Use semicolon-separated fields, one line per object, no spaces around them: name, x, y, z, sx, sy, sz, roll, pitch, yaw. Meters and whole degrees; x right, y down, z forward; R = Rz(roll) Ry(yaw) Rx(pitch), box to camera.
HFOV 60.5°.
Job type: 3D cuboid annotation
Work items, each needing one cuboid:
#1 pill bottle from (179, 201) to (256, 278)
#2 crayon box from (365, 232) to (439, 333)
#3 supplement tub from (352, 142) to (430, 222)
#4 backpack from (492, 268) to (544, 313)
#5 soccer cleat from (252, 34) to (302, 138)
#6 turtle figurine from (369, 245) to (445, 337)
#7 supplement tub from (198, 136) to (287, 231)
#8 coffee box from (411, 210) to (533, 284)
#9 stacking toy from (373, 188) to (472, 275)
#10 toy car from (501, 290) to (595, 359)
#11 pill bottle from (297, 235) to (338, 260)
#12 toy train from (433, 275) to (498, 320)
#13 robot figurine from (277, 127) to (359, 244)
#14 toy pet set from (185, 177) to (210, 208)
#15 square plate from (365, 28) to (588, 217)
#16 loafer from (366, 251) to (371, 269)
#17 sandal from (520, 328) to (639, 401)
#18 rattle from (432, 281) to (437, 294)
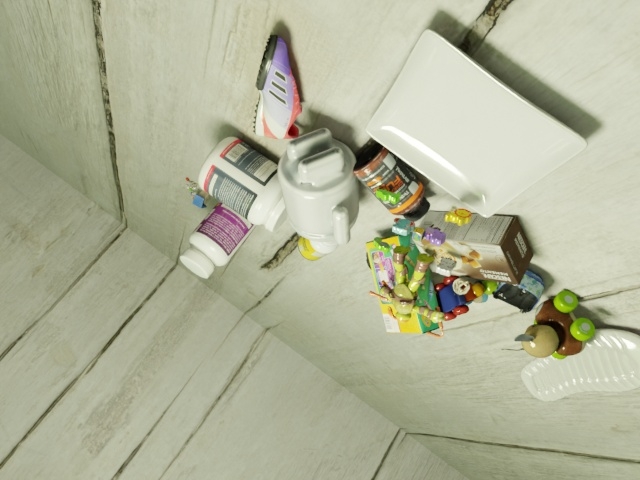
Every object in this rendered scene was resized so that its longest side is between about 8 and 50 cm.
pill bottle;-0.369;-0.015;1.997;0.169;0.301;0.169;29;155;15
crayon box;0.233;0.121;1.556;0.165;0.081;0.278;-15;88;60
supplement tub;0.178;-0.133;1.319;0.198;0.106;0.106;44;155;-18
backpack;0.502;0.115;1.370;0.105;0.084;0.114;29;160;13
soccer cleat;-0.091;-0.352;1.300;0.117;0.108;0.318;13;152;-3
turtle figurine;0.213;0.128;1.426;0.270;0.087;0.217;31;125;47
supplement tub;-0.209;-0.167;1.650;0.272;0.191;0.191;35;156;4
coffee box;0.369;0.014;1.342;0.247;0.098;0.141;8;144;47
stacking toy;0.229;-0.024;1.283;0.221;0.052;0.166;20;131;21
toy car;0.542;0.230;1.360;0.155;0.189;0.148;97;156;-57
pill bottle;0.000;0.000;1.789;0.103;0.103;0.184;39;155;-8
toy train;0.404;0.131;1.444;0.248;0.144;0.105;113;143;-70
robot figurine;0.001;-0.128;1.438;0.353;0.200;0.299;82;166;-58
toy pet set;-0.496;-0.171;2.170;0.114;0.065;0.122;29;155;14
square plate;0.287;-0.217;1.092;0.344;0.049;0.347;36;156;0
loafer;0.232;0.087;1.678;0.223;0.076;0.078;22;160;36
sandal;0.702;0.317;1.457;0.169;0.102;0.416;59;145;6
rattle;0.265;0.183;1.745;0.200;0.142;0.130;4;160;40
